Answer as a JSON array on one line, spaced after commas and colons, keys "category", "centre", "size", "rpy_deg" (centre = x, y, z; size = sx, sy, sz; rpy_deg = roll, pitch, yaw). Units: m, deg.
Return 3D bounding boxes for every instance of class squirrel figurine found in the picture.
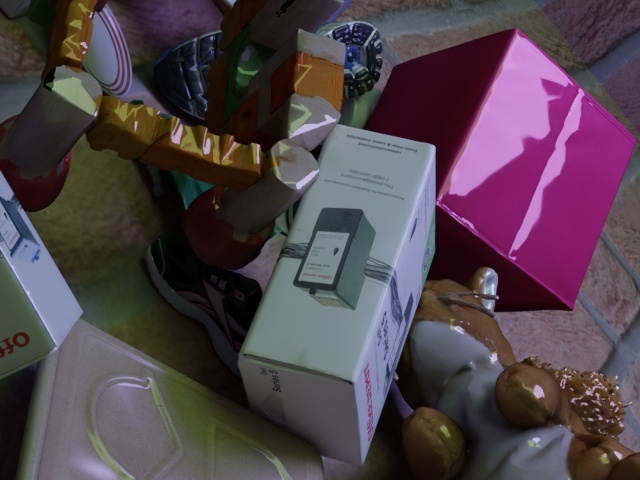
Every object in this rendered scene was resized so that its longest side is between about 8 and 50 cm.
[{"category": "squirrel figurine", "centre": [0.207, 0.222, 1.358], "size": [0.370, 0.281, 0.397], "rpy_deg": [56, 13, 31]}]

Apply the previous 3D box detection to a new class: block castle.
[{"category": "block castle", "centre": [-0.157, -0.215, 1.205], "size": [0.303, 0.213, 0.453], "rpy_deg": [17, 58, -26]}]

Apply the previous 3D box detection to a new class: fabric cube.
[{"category": "fabric cube", "centre": [0.205, -0.075, 1.541], "size": [0.259, 0.254, 0.258], "rpy_deg": [35, 67, -26]}]

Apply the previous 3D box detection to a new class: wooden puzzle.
[{"category": "wooden puzzle", "centre": [-0.123, 0.252, 0.987], "size": [0.348, 0.080, 0.322], "rpy_deg": [38, 31, -31]}]

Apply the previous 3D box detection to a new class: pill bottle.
[{"category": "pill bottle", "centre": [0.085, -0.149, 1.699], "size": [0.208, 0.117, 0.117], "rpy_deg": [18, 42, -45]}]

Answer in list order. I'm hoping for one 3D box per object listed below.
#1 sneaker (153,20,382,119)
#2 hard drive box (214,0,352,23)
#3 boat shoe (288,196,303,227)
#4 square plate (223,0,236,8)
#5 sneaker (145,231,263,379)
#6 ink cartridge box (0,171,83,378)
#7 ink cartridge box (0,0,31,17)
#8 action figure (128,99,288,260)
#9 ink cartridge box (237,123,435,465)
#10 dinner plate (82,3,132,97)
[{"category": "sneaker", "centre": [-0.079, -0.222, 1.551], "size": [0.330, 0.147, 0.129], "rpy_deg": [-12, 107, -39]}, {"category": "hard drive box", "centre": [-0.040, -0.386, 1.670], "size": [0.181, 0.232, 0.089], "rpy_deg": [54, 37, 7]}, {"category": "boat shoe", "centre": [0.000, 0.000, 1.474], "size": [0.056, 0.049, 0.152], "rpy_deg": [22, 39, -40]}, {"category": "square plate", "centre": [-0.103, -0.478, 1.531], "size": [0.347, 0.049, 0.344], "rpy_deg": [39, 69, 4]}, {"category": "sneaker", "centre": [-0.100, 0.054, 1.241], "size": [0.178, 0.077, 0.072], "rpy_deg": [47, 28, -5]}, {"category": "ink cartridge box", "centre": [-0.291, 0.016, 0.896], "size": [0.190, 0.140, 0.082], "rpy_deg": [62, 12, -15]}, {"category": "ink cartridge box", "centre": [-0.361, -0.415, 1.379], "size": [0.283, 0.117, 0.207], "rpy_deg": [51, 29, -1]}, {"category": "action figure", "centre": [-0.148, -0.072, 1.334], "size": [0.232, 0.063, 0.137], "rpy_deg": [52, 26, 19]}, {"category": "ink cartridge box", "centre": [0.026, 0.056, 1.179], "size": [0.115, 0.198, 0.273], "rpy_deg": [13, 60, 13]}, {"category": "dinner plate", "centre": [-0.260, -0.229, 1.374], "size": [0.141, 0.017, 0.141], "rpy_deg": [-16, 90, -73]}]
